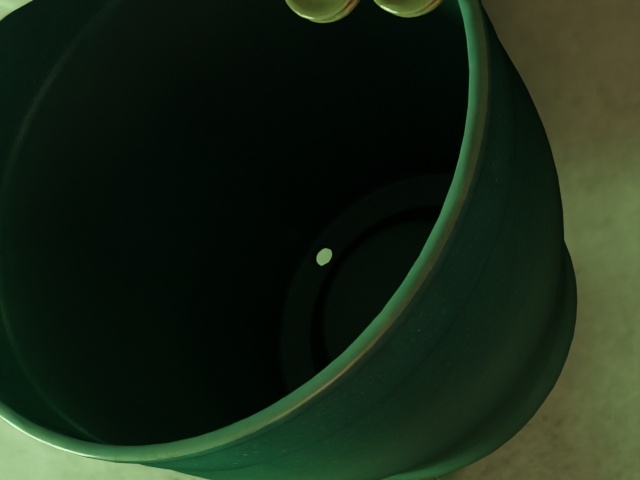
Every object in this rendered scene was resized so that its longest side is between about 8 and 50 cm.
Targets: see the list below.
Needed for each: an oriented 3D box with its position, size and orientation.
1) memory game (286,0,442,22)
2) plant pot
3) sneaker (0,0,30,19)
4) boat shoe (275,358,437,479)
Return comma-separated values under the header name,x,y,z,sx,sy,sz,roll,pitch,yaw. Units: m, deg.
name,x,y,z,sx,sy,sz,roll,pitch,yaw
memory game,0.020,-0.175,0.588,0.186,0.186,0.012,-31,163,24
plant pot,0.000,0.000,0.720,0.271,0.272,0.255,-25,149,19
sneaker,-0.218,-0.141,0.632,0.292,0.108,0.169,-15,135,6
boat shoe,0.020,0.134,0.987,0.098,0.109,0.302,-47,137,-15
